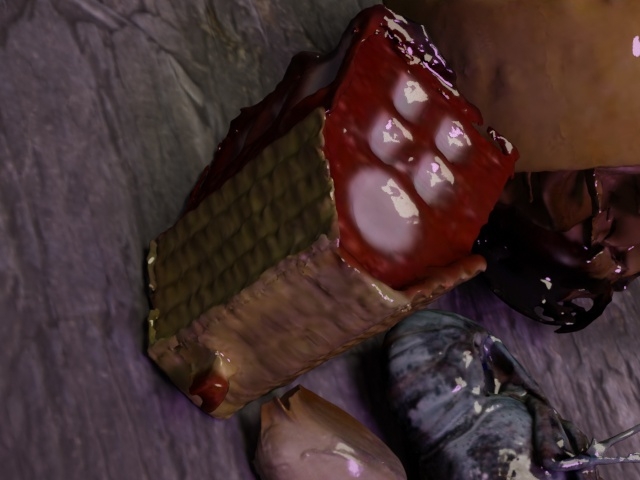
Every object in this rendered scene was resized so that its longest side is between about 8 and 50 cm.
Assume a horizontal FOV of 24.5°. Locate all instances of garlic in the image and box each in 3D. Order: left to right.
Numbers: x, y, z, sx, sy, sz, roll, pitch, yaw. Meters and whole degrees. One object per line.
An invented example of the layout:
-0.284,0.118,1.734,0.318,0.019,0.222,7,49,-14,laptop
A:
0.020,0.154,0.994,0.152,0.066,0.084,37,42,-20,garlic

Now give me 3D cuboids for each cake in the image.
0.214,-0.077,1.180,0.332,0.332,0.321,-30,118,-51,cake

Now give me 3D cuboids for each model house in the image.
0.000,0.000,0.985,0.160,0.196,0.254,43,42,-17,model house

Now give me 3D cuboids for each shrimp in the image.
0.172,0.196,1.038,0.372,0.172,0.137,54,33,10,shrimp
